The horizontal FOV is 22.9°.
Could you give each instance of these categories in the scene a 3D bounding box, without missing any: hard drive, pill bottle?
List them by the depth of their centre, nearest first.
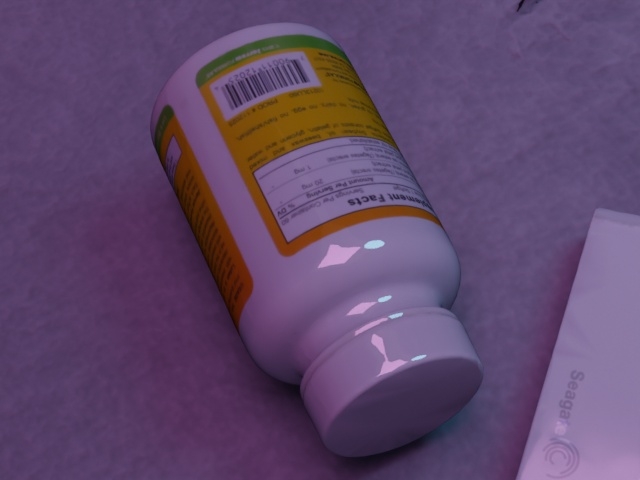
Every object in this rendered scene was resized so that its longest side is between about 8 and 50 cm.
[{"bbox_3d":[0.281,0.103,0.891,0.307,0.040,0.203,13,64,17],"label":"hard drive"},{"bbox_3d":[0.000,0.000,0.947,0.136,0.136,0.246,-25,60,-3],"label":"pill bottle"}]
